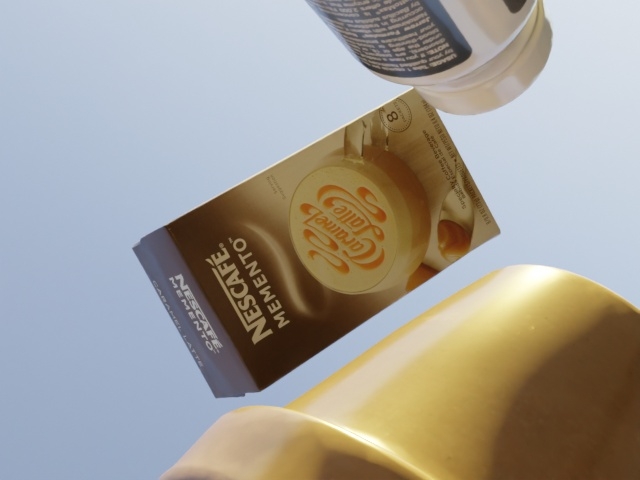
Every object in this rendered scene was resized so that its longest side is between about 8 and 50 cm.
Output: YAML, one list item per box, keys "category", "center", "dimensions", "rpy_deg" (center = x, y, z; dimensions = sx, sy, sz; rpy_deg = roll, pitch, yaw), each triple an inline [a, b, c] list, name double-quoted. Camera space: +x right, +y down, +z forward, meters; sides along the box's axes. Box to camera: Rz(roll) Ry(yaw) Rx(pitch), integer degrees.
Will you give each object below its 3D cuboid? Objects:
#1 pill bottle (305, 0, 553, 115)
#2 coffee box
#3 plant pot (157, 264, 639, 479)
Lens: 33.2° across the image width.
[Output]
- category: "pill bottle"
  center: [0.043, -0.136, 0.504]
  dimensions: [0.180, 0.108, 0.108]
  rpy_deg: [40, -149, -52]
- category: "coffee box"
  center: [0.000, 0.000, 0.833]
  dimensions: [0.246, 0.098, 0.141]
  rpy_deg: [-32, -85, -26]
- category: "plant pot"
  center: [0.082, 0.140, 0.551]
  dimensions: [0.263, 0.263, 0.229]
  rpy_deg: [46, -120, 0]
